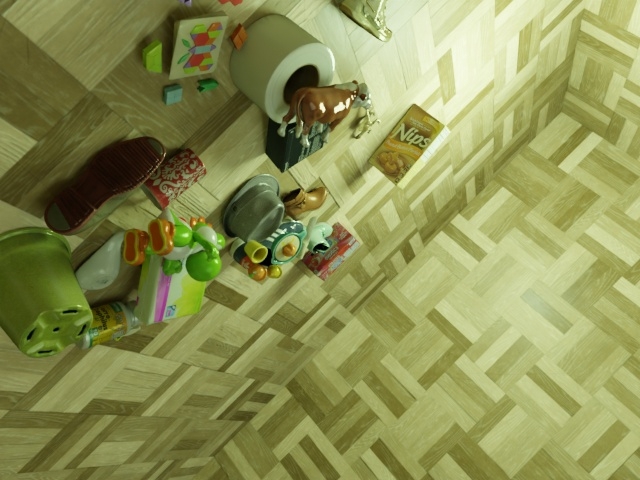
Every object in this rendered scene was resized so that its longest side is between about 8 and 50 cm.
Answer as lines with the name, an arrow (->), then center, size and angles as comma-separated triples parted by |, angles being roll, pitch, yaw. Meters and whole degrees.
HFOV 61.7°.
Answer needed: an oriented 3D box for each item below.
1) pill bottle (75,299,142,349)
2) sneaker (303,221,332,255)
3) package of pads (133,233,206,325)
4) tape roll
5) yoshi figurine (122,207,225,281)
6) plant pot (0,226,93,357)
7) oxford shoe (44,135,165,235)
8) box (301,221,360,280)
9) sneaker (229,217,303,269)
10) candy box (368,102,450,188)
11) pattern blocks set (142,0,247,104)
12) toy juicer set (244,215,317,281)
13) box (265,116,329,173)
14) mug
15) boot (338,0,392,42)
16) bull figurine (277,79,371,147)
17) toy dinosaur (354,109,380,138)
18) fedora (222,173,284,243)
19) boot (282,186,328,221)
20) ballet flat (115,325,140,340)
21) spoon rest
pill bottle -> -0.695, 0.267, 1.752 | 0.208, 0.117, 0.117 | -17, 143, -44
sneaker -> -0.001, 0.000, 2.354 | 0.256, 0.151, 0.094 | -9, 135, -53
package of pads -> -0.481, 0.119, 1.789 | 0.229, 0.101, 0.296 | -8, 118, -53
tape roll -> -0.104, -0.471, 1.485 | 0.246, 0.169, 0.246 | -34, 152, -22
yoshi figurine -> -0.400, 0.042, 1.599 | 0.203, 0.203, 0.362 | -59, 159, 10
plant pot -> -0.726, 0.150, 1.377 | 0.276, 0.254, 0.276 | -35, 153, -21
oxford shoe -> -0.555, -0.144, 1.402 | 0.348, 0.123, 0.130 | -40, 180, -14
box -> 0.049, 0.054, 2.538 | 0.257, 0.122, 0.128 | -46, 154, 2
sneaker -> -0.182, 0.029, 2.128 | 0.350, 0.148, 0.131 | -27, 149, -34
candy box -> 0.375, -0.399, 2.286 | 0.316, 0.183, 0.087 | -51, 155, 13
pattern blocks set -> -0.295, -0.471, 1.300 | 0.285, 0.026, 0.325 | -32, 162, -24
toy juicer set -> -0.128, 0.056, 1.997 | 0.329, 0.089, 0.209 | -24, 136, -33
box -> -0.072, -0.354, 1.717 | 0.184, 0.103, 0.261 | -38, 169, -21
mug -> -0.427, -0.180, 1.540 | 0.169, 0.150, 0.113 | -41, 110, -18
boot -> 0.186, -0.732, 1.624 | 0.262, 0.095, 0.203 | 8, 122, -54
bull figurine -> 0.016, -0.365, 1.507 | 0.310, 0.101, 0.188 | -15, 144, -49
toy dinosaur -> 0.183, -0.458, 2.065 | 0.092, 0.053, 0.183 | -27, 149, -30
fedora -> -0.220, -0.091, 1.925 | 0.275, 0.124, 0.244 | -48, 155, 7
boot -> -0.059, -0.170, 2.113 | 0.197, 0.073, 0.152 | -44, 150, -9
ballet flat -> -0.639, 0.272, 1.889 | 0.231, 0.077, 0.077 | -35, 152, -21
spoon rest -> -0.630, 0.057, 1.610 | 0.276, 0.084, 0.137 | -39, 156, 18
